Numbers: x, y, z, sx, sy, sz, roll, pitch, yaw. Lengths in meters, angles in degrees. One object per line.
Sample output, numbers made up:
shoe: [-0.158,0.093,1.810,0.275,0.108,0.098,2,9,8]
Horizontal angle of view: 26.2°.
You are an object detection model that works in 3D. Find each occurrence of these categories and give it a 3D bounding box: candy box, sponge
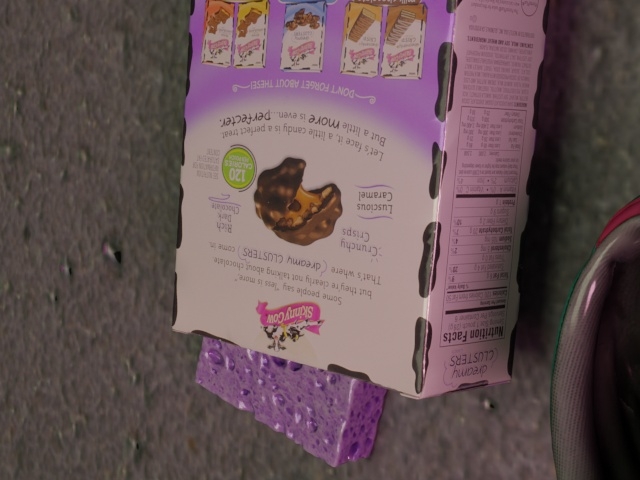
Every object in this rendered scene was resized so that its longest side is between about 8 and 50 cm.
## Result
candy box: [0.013,-0.040,0.638,0.165,0.070,0.196,11,100,42]
sponge: [0.000,0.000,0.724,0.117,0.031,0.210,26,110,40]

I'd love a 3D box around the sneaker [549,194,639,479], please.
sneaker: [0.177,0.091,0.445,0.124,0.178,0.295,-50,59,35]
